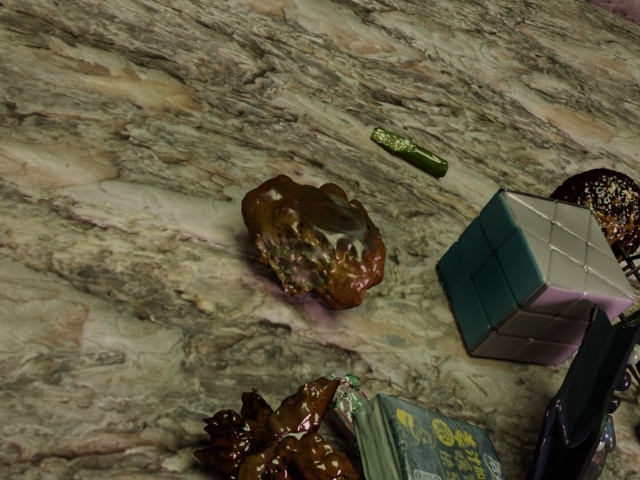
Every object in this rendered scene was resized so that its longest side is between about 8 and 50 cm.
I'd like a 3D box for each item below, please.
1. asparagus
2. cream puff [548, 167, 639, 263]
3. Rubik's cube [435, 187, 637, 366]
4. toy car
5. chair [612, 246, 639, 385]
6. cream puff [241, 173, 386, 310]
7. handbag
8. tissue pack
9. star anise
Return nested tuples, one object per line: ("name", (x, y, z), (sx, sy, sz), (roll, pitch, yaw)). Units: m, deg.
("asparagus", (0.190, -0.190, 1.916), (0.178, 0.041, 0.045), (27, 31, -8))
("cream puff", (0.565, -0.030, 1.866), (0.239, 0.239, 0.165), (4, 40, -33))
("Rubik's cube", (0.381, 0.072, 1.635), (0.221, 0.225, 0.231), (10, 45, -28))
("toy car", (0.048, 0.259, 1.339), (0.069, 0.055, 0.142), (-30, 81, -40))
("chair", (0.611, 0.147, 1.714), (0.141, 0.154, 0.260), (-30, 84, -4))
("cream puff", (0.000, 0.000, 1.491), (0.241, 0.155, 0.269), (0, 48, -37))
("handbag", (0.421, 0.289, 1.445), (0.118, 0.269, 0.325), (22, 36, 21))
("tissue pack", (0.168, 0.334, 1.271), (0.257, 0.081, 0.185), (27, 37, -39))
("star anise", (-0.054, 0.292, 1.156), (0.237, 0.148, 0.346), (33, 25, 3))
